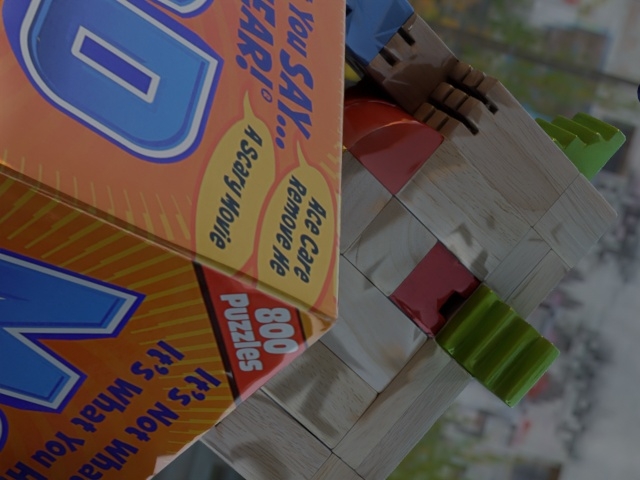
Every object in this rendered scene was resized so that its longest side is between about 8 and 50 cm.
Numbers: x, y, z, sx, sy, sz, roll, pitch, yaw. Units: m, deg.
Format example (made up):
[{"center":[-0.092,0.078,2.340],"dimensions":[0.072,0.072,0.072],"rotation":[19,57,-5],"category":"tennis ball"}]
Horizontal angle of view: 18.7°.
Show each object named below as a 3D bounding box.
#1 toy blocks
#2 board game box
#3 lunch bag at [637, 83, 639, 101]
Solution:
[{"center":[0.000,0.000,1.222],"dimensions":[0.381,0.261,0.191],"rotation":[-49,-146,-3],"category":"toy blocks"},{"center":[-0.232,-0.078,0.946],"dimensions":[0.356,0.356,0.357],"rotation":[-41,-146,39],"category":"board game box"},{"center":[0.207,-0.042,0.657],"dimensions":[0.151,0.129,0.096],"rotation":[-39,163,13],"category":"lunch bag"}]
